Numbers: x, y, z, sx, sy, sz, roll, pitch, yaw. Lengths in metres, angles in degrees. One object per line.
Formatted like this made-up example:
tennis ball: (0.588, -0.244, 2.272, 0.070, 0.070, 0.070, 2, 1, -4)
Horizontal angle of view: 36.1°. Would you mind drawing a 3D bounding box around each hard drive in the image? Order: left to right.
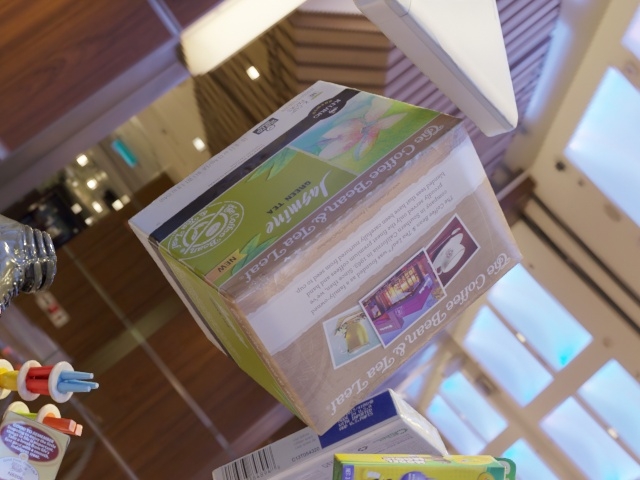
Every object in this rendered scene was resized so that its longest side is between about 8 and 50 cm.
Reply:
hard drive: (0.112, -0.268, 0.995, 0.353, 0.047, 0.233, 26, 54, -60)

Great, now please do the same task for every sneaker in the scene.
sneaker: (-0.509, 0.076, 1.612, 0.104, 0.147, 0.295, -51, -145, 41)

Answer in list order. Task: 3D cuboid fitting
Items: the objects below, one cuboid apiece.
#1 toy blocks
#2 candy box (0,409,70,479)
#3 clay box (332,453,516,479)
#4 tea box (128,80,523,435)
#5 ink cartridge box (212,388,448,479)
toy blocks: (-0.349, 0.212, 1.278, 0.148, 0.054, 0.123, -1, -62, 22)
candy box: (-0.390, 0.366, 1.083, 0.088, 0.183, 0.316, 29, 36, -14)
clay box: (0.123, 0.311, 1.117, 0.053, 0.222, 0.127, -168, -99, -79)
tea box: (0.000, 0.000, 1.194, 0.323, 0.329, 0.220, 28, -28, 54)
ink cartridge box: (0.038, 0.385, 1.640, 0.330, 0.324, 0.071, 48, 18, -55)
